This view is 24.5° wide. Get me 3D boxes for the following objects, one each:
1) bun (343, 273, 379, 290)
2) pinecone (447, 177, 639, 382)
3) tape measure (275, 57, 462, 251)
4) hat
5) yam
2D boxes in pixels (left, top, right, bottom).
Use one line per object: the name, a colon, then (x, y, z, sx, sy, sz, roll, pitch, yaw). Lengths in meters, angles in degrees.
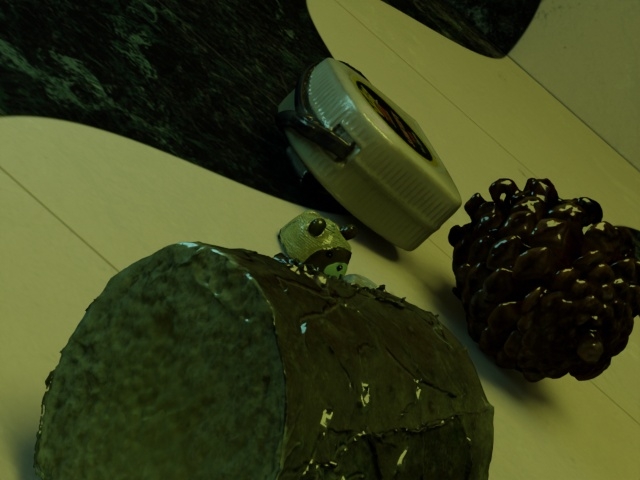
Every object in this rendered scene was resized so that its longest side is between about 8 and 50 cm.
bun: (0.042, 0.072, 1.544, 0.083, 0.045, 0.083, 34, 25, -18)
pinecone: (0.265, 0.049, 1.741, 0.224, 0.224, 0.272, 26, 18, -35)
tape measure: (0.037, -0.124, 1.820, 0.231, 0.133, 0.271, 38, 18, -31)
hat: (0.000, 0.000, 1.599, 0.077, 0.059, 0.076, 22, 23, -32)
yam: (-0.025, 0.135, 1.053, 0.241, 0.241, 0.348, 52, 20, 26)
